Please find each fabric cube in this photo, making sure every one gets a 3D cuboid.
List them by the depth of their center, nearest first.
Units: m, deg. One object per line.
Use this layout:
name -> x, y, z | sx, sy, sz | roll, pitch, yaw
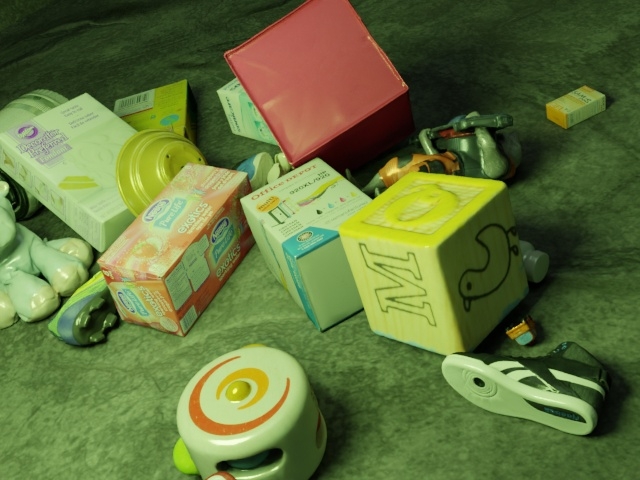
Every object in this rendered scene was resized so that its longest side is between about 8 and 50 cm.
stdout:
fabric cube -> 0.008, -0.281, 1.575 | 0.254, 0.258, 0.259 | -31, 78, 5

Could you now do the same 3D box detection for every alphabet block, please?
alphabet block -> 0.172, 0.030, 1.238 | 0.193, 0.197, 0.192 | 11, 40, 45

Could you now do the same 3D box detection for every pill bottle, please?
pill bottle -> 0.303, 0.028, 1.324 | 0.120, 0.067, 0.067 | 20, 50, 41

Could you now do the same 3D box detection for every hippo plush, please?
hippo plush -> -0.593, -0.004, 1.604 | 0.234, 0.237, 0.294 | -21, 36, -3

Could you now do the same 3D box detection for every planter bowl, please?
planter bowl -> -0.292, -0.134, 1.650 | 0.090, 0.217, 0.217 | -18, 25, 51

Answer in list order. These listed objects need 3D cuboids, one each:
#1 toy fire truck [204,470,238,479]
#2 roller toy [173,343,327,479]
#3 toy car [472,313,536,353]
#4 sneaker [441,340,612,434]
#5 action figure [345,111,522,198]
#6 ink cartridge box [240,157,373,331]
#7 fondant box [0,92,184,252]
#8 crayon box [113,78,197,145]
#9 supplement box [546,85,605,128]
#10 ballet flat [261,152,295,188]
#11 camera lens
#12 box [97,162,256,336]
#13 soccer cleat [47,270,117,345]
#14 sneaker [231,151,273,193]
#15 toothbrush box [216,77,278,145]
toy fire truck -> -0.159, 0.421, 0.922 | 0.302, 0.169, 0.254 | -36, 36, -24
roller toy -> -0.093, 0.247, 1.137 | 0.191, 0.146, 0.209 | 17, 48, 38
toy car -> 0.268, 0.156, 1.213 | 0.122, 0.060, 0.040 | -34, 80, 6
sneaker -> 0.287, 0.181, 1.130 | 0.217, 0.079, 0.121 | 18, 45, 28
action figure -> 0.222, -0.129, 1.542 | 0.330, 0.179, 0.341 | -18, 6, -10
ink cartridge box -> 0.000, 0.000, 1.403 | 0.171, 0.168, 0.232 | -29, 36, -13
fondant box -> -0.479, -0.152, 1.738 | 0.330, 0.096, 0.238 | 36, 49, 20
crayon box -> -0.409, -0.267, 2.005 | 0.202, 0.081, 0.318 | -15, 35, 4
supplement box -> 0.512, -0.268, 1.650 | 0.098, 0.036, 0.062 | -26, 37, -12
ballet flat -> -0.073, -0.143, 1.708 | 0.073, 0.067, 0.206 | -7, 37, 18
camera lens -> -0.691, -0.199, 1.916 | 0.219, 0.219, 0.274 | 4, 41, 27
box -> -0.246, 0.008, 1.500 | 0.142, 0.154, 0.300 | 12, 46, 24
soccer cleat -> -0.395, 0.078, 1.536 | 0.121, 0.093, 0.289 | 3, 41, 31
sneaker -> -0.159, -0.115, 1.723 | 0.084, 0.058, 0.152 | -11, 50, 44
toothbrush box -> -0.055, -0.325, 1.893 | 0.295, 0.126, 0.216 | 20, 50, 42
